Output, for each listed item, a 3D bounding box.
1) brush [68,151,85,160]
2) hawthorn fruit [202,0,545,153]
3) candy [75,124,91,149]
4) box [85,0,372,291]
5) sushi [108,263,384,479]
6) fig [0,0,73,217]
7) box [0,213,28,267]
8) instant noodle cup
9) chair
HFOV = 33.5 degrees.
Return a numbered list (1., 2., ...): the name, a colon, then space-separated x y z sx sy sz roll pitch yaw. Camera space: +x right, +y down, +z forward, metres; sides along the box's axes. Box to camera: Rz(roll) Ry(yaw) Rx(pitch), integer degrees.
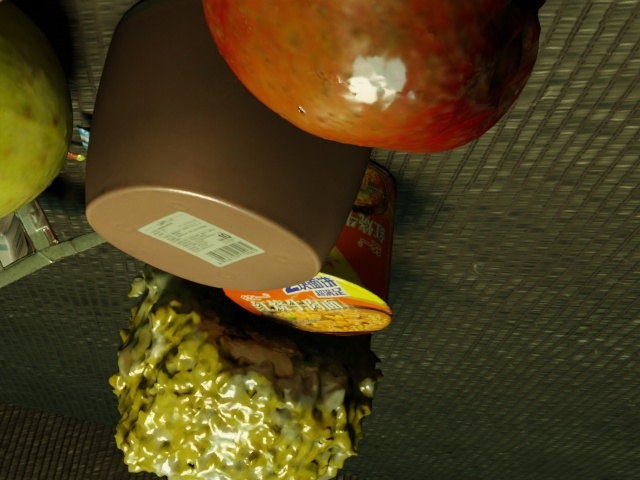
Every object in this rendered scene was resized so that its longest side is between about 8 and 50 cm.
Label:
1. brush: -0.342 -0.123 1.372 0.083 0.021 0.019 18 155 0
2. hawthorn fruit: 0.011 -0.193 0.765 0.300 0.254 0.254 12 159 28
3. candy: -0.258 -0.109 1.347 0.088 0.038 0.136 14 166 2
4. box: -0.096 -0.087 1.103 0.301 0.216 0.301 9 158 4
5. sushi: -0.116 0.171 1.458 0.351 0.396 0.240 25 112 -19
6. fig: -0.378 -0.127 1.104 0.258 0.258 0.326 6 168 12
7. box: -0.639 -0.037 1.651 0.343 0.065 0.200 13 157 -4
8. instant noodle cup: 0.000 0.000 1.302 0.213 0.174 0.213 11 157 5
9. chair: -0.391 -0.033 1.468 0.270 0.147 0.136 -26 -173 -15
